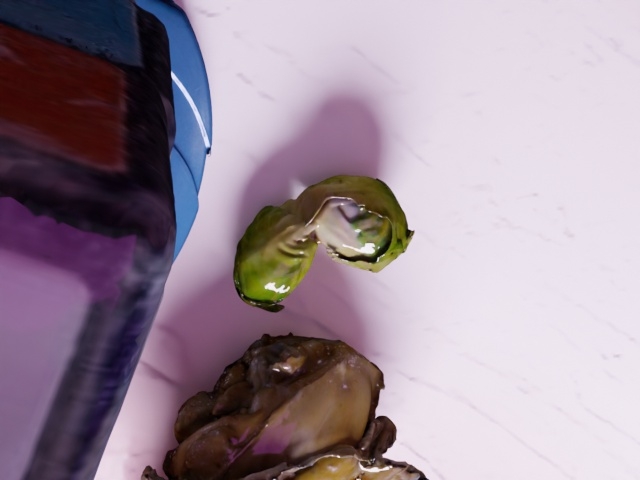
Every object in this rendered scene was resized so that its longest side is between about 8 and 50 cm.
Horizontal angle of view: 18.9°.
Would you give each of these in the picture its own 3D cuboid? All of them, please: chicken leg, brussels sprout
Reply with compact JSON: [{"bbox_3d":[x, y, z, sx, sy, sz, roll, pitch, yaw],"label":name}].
[{"bbox_3d":[-0.040,0.130,0.893,0.196,0.080,0.125,-45,133,4],"label":"chicken leg"},{"bbox_3d":[-0.001,0.000,0.865,0.083,0.046,0.051,-23,112,-9],"label":"brussels sprout"}]

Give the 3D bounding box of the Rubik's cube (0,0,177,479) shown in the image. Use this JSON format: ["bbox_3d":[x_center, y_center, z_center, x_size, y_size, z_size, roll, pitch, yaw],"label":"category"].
[{"bbox_3d":[-0.240,0.039,0.612,0.318,0.313,0.316,21,104,-12],"label":"Rubik's cube"}]

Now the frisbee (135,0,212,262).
[{"bbox_3d":[-0.158,-0.033,0.795,0.242,0.045,0.242,-9,116,-18],"label":"frisbee"}]
